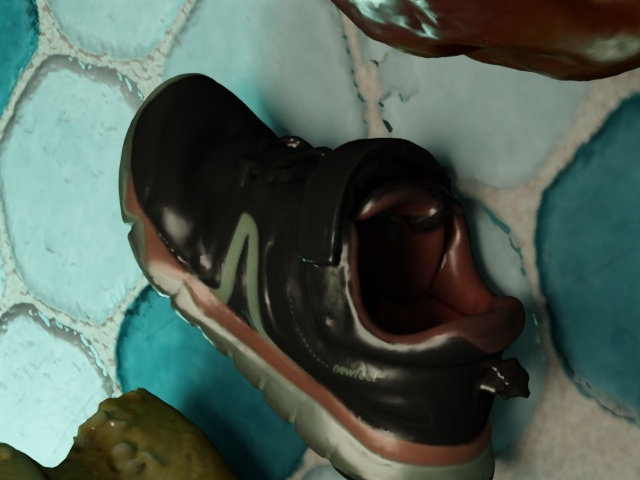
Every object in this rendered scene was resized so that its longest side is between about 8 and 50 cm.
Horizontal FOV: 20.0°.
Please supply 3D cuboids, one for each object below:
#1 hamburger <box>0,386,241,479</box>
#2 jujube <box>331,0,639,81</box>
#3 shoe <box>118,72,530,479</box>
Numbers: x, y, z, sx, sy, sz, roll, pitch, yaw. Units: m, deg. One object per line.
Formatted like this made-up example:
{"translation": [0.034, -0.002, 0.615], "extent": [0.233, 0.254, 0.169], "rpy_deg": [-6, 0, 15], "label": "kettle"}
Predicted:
{"translation": [-0.111, 0.330, 1.001], "extent": [0.287, 0.268, 0.445], "rpy_deg": [15, 106, 38], "label": "hamburger"}
{"translation": [0.088, -0.227, 0.748], "extent": [0.223, 0.223, 0.318], "rpy_deg": [7, 93, 44], "label": "jujube"}
{"translation": [0.000, 0.000, 0.934], "extent": [0.291, 0.114, 0.137], "rpy_deg": [47, 131, 26], "label": "shoe"}
